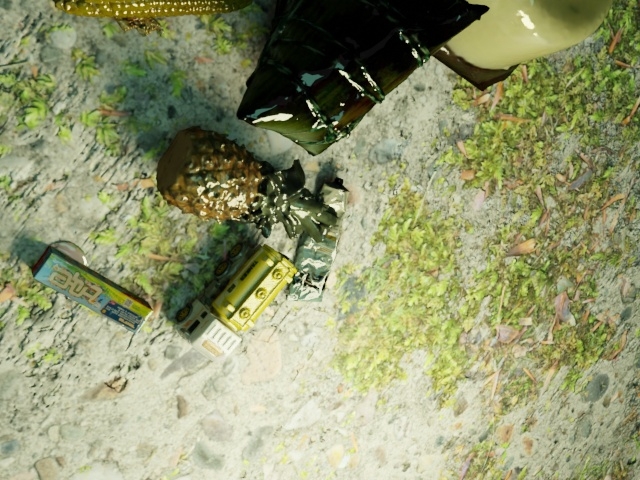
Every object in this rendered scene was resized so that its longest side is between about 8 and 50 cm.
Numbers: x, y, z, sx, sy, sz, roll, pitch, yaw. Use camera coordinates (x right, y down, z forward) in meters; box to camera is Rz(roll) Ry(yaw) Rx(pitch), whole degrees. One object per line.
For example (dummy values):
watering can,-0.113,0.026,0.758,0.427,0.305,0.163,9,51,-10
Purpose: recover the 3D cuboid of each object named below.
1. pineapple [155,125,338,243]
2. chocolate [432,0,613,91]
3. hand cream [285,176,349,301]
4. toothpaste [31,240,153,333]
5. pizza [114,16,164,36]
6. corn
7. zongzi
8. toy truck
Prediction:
pineapple,-0.107,-0.080,1.098,0.309,0.141,0.170,22,131,-35
chocolate,0.347,-0.450,1.144,0.314,0.297,0.326,28,92,-27
hand cream,0.000,0.000,1.246,0.075,0.052,0.248,14,105,-8
toothpaste,-0.359,0.074,1.071,0.193,0.044,0.070,37,87,-32
pizza,-0.276,-0.330,1.006,0.083,0.016,0.037,13,105,-32
corn,-0.226,-0.383,0.960,0.321,0.119,0.119,-9,110,-20
zongzi,-0.001,-0.352,1.048,0.383,0.319,0.362,-43,80,6
toy truck,-0.146,0.103,1.153,0.227,0.114,0.098,-50,121,-6
